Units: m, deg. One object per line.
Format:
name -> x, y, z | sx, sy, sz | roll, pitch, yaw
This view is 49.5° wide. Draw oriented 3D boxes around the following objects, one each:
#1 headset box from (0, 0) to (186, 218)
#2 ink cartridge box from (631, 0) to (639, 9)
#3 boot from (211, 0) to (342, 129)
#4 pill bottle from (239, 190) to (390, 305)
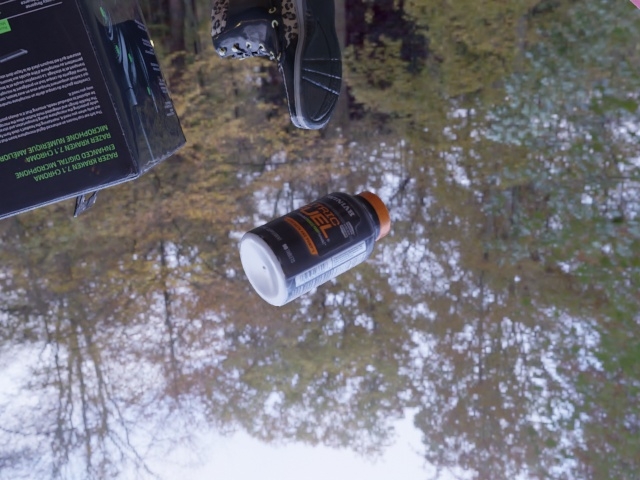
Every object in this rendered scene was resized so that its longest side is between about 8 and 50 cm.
headset box -> -0.214, -0.160, 0.530 | 0.131, 0.282, 0.246 | -17, -166, 0
ink cartridge box -> 0.365, -0.328, 0.553 | 0.114, 0.196, 0.273 | 21, 146, -33
boot -> -0.065, -0.259, 0.957 | 0.179, 0.236, 0.085 | -4, 177, 39
pill bottle -> 0.000, 0.000, 1.147 | 0.246, 0.130, 0.130 | -27, -151, -30
